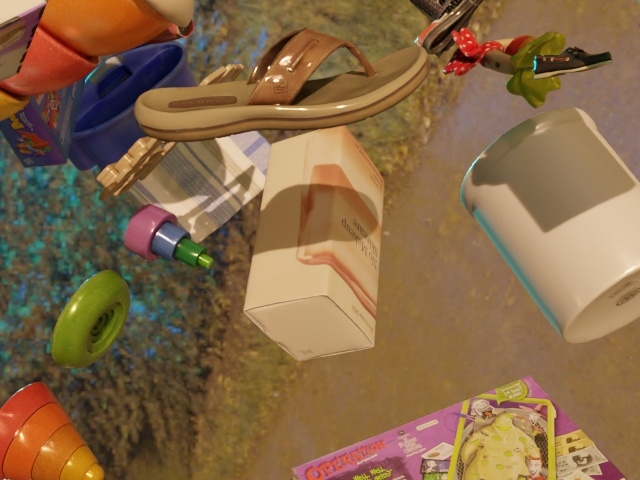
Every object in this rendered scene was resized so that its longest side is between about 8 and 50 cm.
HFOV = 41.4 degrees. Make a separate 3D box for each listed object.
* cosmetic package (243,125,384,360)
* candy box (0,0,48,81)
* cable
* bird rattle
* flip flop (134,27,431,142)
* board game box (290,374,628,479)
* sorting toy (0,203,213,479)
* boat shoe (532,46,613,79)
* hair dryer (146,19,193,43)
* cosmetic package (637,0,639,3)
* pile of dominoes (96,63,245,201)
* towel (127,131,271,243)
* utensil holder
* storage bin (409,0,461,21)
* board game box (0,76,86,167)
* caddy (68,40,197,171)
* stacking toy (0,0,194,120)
[{"bbox_3d":[0.000,0.000,1.202,0.129,0.153,0.296,-13,51,26],"label":"cosmetic package"},{"bbox_3d":[-0.306,-0.141,0.637,0.070,0.165,0.196,58,156,-10],"label":"candy box"},{"bbox_3d":[0.289,-0.490,1.766,0.072,0.139,0.287,46,124,15],"label":"cable"},{"bbox_3d":[0.384,-0.358,1.697,0.253,0.207,0.143,21,121,46],"label":"bird rattle"},{"bbox_3d":[-0.034,-0.150,0.774,0.112,0.277,0.080,-100,3,-66],"label":"flip flop"},{"bbox_3d":[0.165,0.284,0.954,0.208,0.346,0.056,53,147,38],"label":"board game box"},{"bbox_3d":[-0.239,0.137,0.985,0.366,0.126,0.127,-60,-15,-14],"label":"sorting toy"},{"bbox_3d":[0.376,-0.270,1.275,0.133,0.049,0.042,3,101,52],"label":"boat shoe"},{"bbox_3d":[-0.285,-0.441,1.488,0.223,0.080,0.294,-35,51,15],"label":"hair dryer"},{"bbox_3d":[0.470,-0.402,1.053,0.366,0.197,0.155,62,153,19],"label":"cosmetic package"},{"bbox_3d":[-0.216,-0.164,1.187,0.251,0.040,0.196,-46,5,10],"label":"pile of dominoes"},{"bbox_3d":[-0.225,-0.134,1.622,0.209,0.285,0.034,46,156,4],"label":"towel"},{"bbox_3d":[0.528,-0.026,1.761,0.385,0.327,0.328,61,146,29],"label":"utensil holder"},{"bbox_3d":[0.281,-0.552,1.902,0.122,0.084,0.180,-53,-11,14],"label":"storage bin"},{"bbox_3d":[-0.472,-0.330,1.416,0.233,0.078,0.347,77,-169,-54],"label":"board game box"},{"bbox_3d":[-0.402,-0.282,1.722,0.241,0.341,0.179,15,142,39],"label":"caddy"},{"bbox_3d":[-0.427,-0.256,1.060,0.480,0.350,0.350,-45,29,7],"label":"stacking toy"}]
